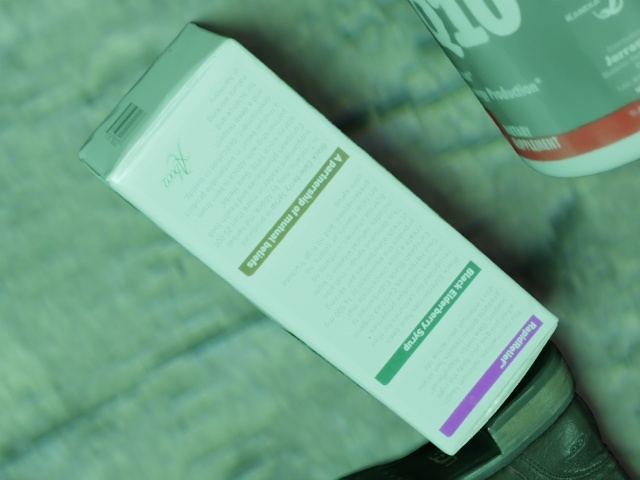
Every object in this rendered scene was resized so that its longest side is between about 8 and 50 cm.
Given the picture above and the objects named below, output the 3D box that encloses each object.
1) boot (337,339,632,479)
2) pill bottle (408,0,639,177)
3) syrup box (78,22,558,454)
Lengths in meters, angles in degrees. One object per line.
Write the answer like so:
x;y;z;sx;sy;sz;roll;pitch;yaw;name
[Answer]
0.108;0.207;0.976;0.263;0.091;0.229;-39;109;-8;boot
0.092;-0.185;0.849;0.161;0.161;0.283;-40;109;-5;pill bottle
0.000;0.000;0.897;0.237;0.093;0.096;41;88;-20;syrup box
